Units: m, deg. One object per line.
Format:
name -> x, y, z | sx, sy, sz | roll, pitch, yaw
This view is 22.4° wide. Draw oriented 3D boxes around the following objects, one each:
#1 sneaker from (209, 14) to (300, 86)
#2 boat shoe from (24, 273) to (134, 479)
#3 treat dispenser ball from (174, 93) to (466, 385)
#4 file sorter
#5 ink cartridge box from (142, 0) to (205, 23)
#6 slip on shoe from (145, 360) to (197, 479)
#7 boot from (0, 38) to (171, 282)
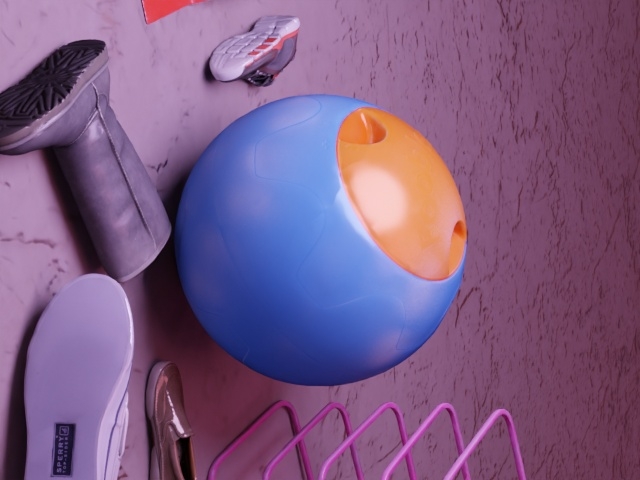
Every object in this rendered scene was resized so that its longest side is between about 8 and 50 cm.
sneaker -> -0.061, -0.188, 1.709 | 0.158, 0.061, 0.065 | -42, 133, -51
boat shoe -> -0.218, 0.160, 1.431 | 0.084, 0.095, 0.258 | 87, 14, -78
treat dispenser ball -> 0.000, 0.000, 1.589 | 0.288, 0.288, 0.288 | -3, 93, -60
file sorter -> 0.055, 0.281, 1.697 | 0.202, 0.290, 0.182 | -41, 123, -52
ink cartridge box -> -0.109, -0.337, 1.625 | 0.232, 0.066, 0.189 | -44, 128, -57
slip on shoe -> -0.143, 0.186, 1.590 | 0.051, 0.041, 0.135 | 3, 89, -60
boot -> -0.214, -0.053, 1.444 | 0.189, 0.076, 0.208 | -47, 137, -47
